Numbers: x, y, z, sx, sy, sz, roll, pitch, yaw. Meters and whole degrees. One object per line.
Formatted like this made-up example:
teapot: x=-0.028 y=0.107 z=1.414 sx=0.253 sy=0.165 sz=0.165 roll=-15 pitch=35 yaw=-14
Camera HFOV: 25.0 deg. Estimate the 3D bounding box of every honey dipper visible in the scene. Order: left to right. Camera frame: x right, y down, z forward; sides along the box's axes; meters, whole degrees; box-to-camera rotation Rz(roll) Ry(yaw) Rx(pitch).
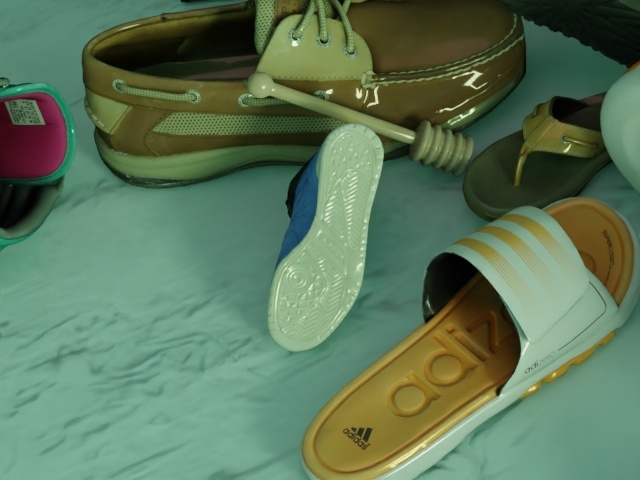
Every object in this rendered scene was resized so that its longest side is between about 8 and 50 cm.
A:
honey dipper: x=0.026 y=-0.081 z=0.978 sx=0.160 sy=0.030 sz=0.030 roll=18 pitch=47 yaw=-13

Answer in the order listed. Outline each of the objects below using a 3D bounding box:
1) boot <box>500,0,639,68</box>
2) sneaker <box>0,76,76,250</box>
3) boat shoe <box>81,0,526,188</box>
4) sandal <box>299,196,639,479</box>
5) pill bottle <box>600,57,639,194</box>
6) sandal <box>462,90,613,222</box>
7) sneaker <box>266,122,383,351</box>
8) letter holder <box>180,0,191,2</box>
boot: x=0.211 y=-0.230 z=1.039 sx=0.189 sy=0.076 sz=0.208 roll=34 pitch=56 yaw=-7
sneaker: x=-0.272 y=-0.092 z=1.062 sx=0.178 sy=0.124 sz=0.296 roll=-16 pitch=54 yaw=8
boat shoe: x=-0.016 y=-0.125 z=1.024 sx=0.323 sy=0.120 sz=0.123 roll=-13 pitch=47 yaw=5
sandal: x=0.094 y=0.051 z=0.864 sx=0.265 sy=0.076 sz=0.102 roll=-39 pitch=50 yaw=-19
pill bottle: x=0.292 y=-0.116 z=0.928 sx=0.221 sy=0.121 sz=0.121 roll=-42 pitch=51 yaw=-21
sandal: x=0.172 y=-0.073 z=0.972 sx=0.180 sy=0.049 sz=0.072 roll=-27 pitch=48 yaw=-10
sneaker: x=0.001 y=0.000 z=0.957 sx=0.058 sy=0.084 sz=0.152 roll=15 pitch=85 yaw=-5
letter holder: x=0.026 y=-0.333 z=1.183 sx=0.301 sy=0.152 sz=0.214 roll=-3 pitch=46 yaw=13
